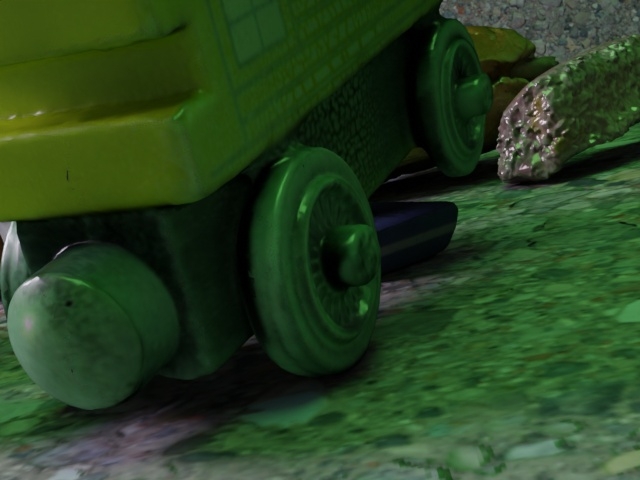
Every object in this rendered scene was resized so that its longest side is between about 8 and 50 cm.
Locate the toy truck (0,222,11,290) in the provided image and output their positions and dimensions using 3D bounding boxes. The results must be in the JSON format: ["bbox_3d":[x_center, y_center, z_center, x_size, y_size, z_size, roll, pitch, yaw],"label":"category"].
[{"bbox_3d":[-0.242,-0.042,0.922,0.207,0.173,0.387,-26,13,-35],"label":"toy truck"}]

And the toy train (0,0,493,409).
[{"bbox_3d":[-0.035,-0.107,0.556,0.179,0.272,0.442,-4,23,26],"label":"toy train"}]

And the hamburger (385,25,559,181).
[{"bbox_3d":[0.097,-0.141,1.092,0.283,0.145,0.259,-10,-6,-31],"label":"hamburger"}]

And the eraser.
[{"bbox_3d":[0.000,0.000,0.742,0.082,0.036,0.225,-20,12,-32],"label":"eraser"}]

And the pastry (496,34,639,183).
[{"bbox_3d":[0.261,-0.130,0.982,0.265,0.112,0.103,-16,-4,-38],"label":"pastry"}]
